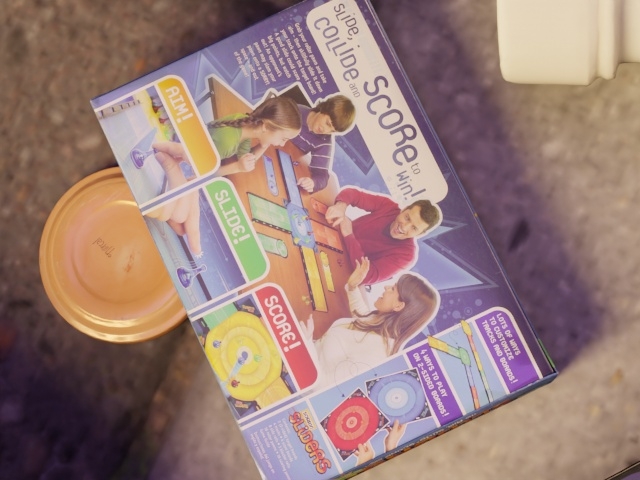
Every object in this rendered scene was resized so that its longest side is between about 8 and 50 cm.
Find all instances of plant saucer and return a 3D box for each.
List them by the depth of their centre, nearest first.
[{"bbox_3d":[-0.091,0.006,0.789,0.083,0.013,0.083,-2,81,10],"label":"plant saucer"}]

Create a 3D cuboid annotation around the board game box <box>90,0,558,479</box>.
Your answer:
[{"bbox_3d":[0.000,0.000,0.756,0.136,0.035,0.201,-25,79,-2],"label":"board game box"}]

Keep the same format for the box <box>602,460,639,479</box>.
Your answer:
[{"bbox_3d":[0.181,0.163,0.676,0.261,0.103,0.184,-28,77,4],"label":"box"}]

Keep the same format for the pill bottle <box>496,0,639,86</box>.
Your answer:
[{"bbox_3d":[0.231,-0.128,0.672,0.318,0.176,0.176,1,82,9],"label":"pill bottle"}]
